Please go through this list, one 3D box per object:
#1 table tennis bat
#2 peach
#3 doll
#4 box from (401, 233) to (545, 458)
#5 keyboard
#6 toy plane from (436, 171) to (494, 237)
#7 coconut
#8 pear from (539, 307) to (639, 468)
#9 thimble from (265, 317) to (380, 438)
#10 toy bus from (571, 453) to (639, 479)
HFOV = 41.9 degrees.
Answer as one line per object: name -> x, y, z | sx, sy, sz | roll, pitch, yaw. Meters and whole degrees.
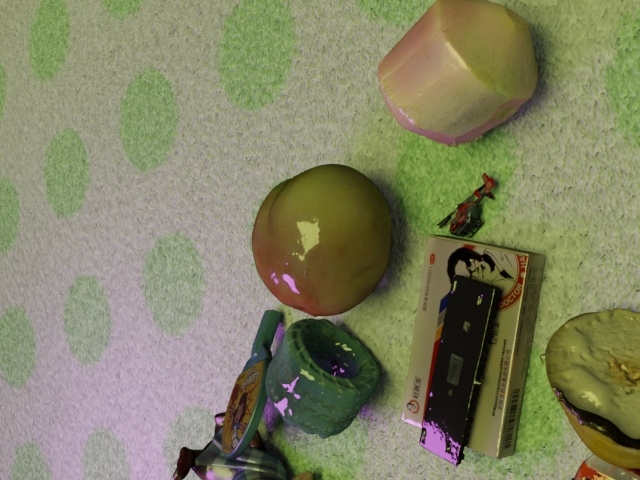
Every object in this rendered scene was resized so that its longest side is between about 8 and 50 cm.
table tennis bat -> -0.144, 0.302, 1.777 | 0.215, 0.044, 0.329 | -41, 30, 59
peach -> 0.000, 0.000, 1.605 | 0.292, 0.247, 0.292 | -19, 56, 30
doll -> -0.177, 0.540, 1.788 | 0.340, 0.209, 0.318 | 28, 92, 48
box -> 0.264, 0.179, 1.474 | 0.214, 0.069, 0.353 | 13, 96, 44
keyboard -> 0.241, 0.222, 1.434 | 0.106, 0.027, 0.317 | 21, 103, 46
toy plane -> 0.267, -0.055, 1.495 | 0.145, 0.037, 0.060 | -55, 44, 33
coconut -> 0.244, -0.290, 1.406 | 0.245, 0.233, 0.233 | -36, 64, 38
pear -> 0.446, 0.245, 1.225 | 0.267, 0.267, 0.178 | 32, 141, 40
thimble -> 0.000, 0.264, 1.640 | 0.143, 0.198, 0.235 | -61, 25, 27
toy bus -> 0.470, 0.379, 1.260 | 0.174, 0.079, 0.077 | 27, 99, 42
